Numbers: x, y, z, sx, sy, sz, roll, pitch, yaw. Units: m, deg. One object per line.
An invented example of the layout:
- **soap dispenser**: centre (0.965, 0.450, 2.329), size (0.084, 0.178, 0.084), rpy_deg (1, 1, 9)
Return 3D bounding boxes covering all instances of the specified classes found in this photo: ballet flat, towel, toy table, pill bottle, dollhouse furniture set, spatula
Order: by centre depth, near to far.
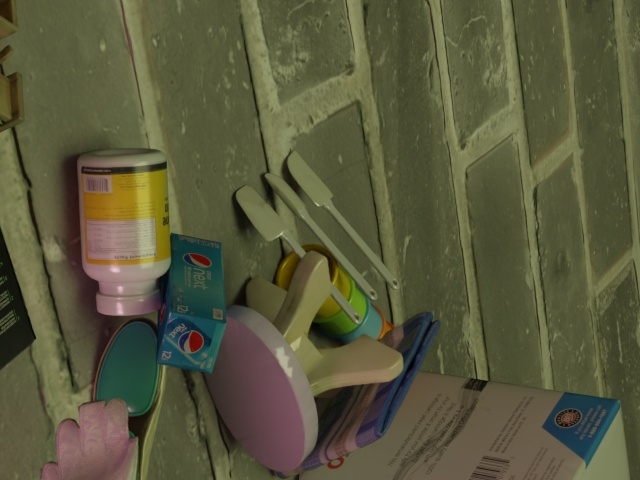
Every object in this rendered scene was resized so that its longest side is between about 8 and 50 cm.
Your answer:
- **dollhouse furniture set**: centre (-0.394, -0.202, 1.519), size (0.182, 0.101, 0.161), rpy_deg (35, 40, -53)
- **pill bottle**: centre (-0.224, -0.011, 1.765), size (0.103, 0.103, 0.184), rpy_deg (-16, 107, -56)
- **ballet flat**: centre (-0.228, 0.215, 1.824), size (0.086, 0.086, 0.248), rpy_deg (22, 77, -57)
- **toy table**: centre (-0.039, 0.152, 1.979), size (0.161, 0.252, 0.274), rpy_deg (-42, 155, -31)
- **spatula**: centre (0.000, 0.000, 2.084), size (0.242, 0.019, 0.168), rpy_deg (51, 35, -1)
- **towel**: centre (0.044, 0.213, 2.090), size (0.034, 0.285, 0.209), rpy_deg (38, 57, -13)

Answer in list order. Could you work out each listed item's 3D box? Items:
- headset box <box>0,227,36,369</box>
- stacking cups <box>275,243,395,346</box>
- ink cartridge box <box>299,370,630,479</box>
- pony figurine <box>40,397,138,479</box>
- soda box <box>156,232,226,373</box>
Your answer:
- **headset box**: centre (-0.396, 0.038, 1.336), size (0.246, 0.131, 0.283), rpy_deg (-47, 129, -53)
- **stacking cups**: centre (0.039, 0.113, 2.230), size (0.316, 0.096, 0.096), rpy_deg (49, 53, -55)
- **ink cartridge box**: centre (0.212, 0.347, 2.230), size (0.285, 0.395, 0.166), rpy_deg (-48, 134, -44)
- **pony figurine**: centre (-0.316, 0.349, 1.500), size (0.363, 0.303, 0.351), rpy_deg (90, -6, -57)
- **soda box**: centre (-0.153, 0.070, 1.807), size (0.210, 0.067, 0.071), rpy_deg (-99, -156, -64)
